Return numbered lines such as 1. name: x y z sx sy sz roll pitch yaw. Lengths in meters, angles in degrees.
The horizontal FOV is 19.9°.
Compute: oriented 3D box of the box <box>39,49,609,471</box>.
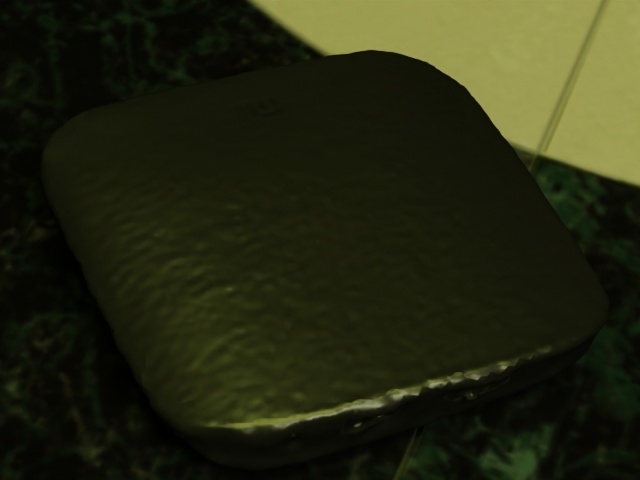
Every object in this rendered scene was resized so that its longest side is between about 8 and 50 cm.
1. box: 0.000 0.000 0.806 0.212 0.042 0.201 -17 56 -20
